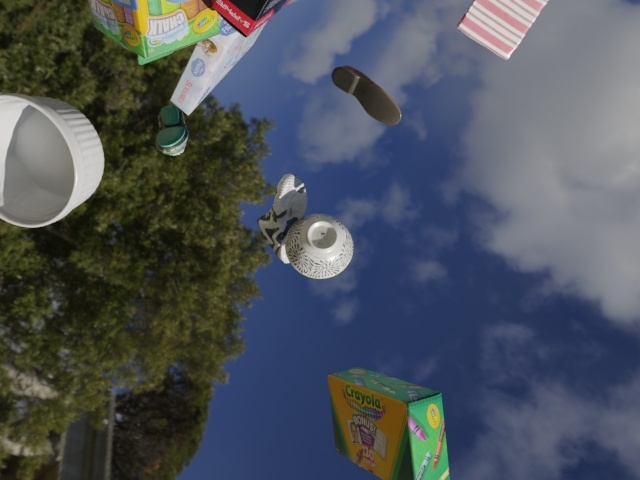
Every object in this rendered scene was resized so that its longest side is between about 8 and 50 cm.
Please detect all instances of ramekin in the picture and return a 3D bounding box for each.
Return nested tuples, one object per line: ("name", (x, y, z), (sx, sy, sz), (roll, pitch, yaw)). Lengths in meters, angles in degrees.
("ramekin", (-0.453, -0.135, 0.940), (0.207, 0.207, 0.109), (-36, -172, 21))

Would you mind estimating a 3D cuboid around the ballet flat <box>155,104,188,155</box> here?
("ballet flat", (-0.302, -0.213, 1.204), (0.070, 0.070, 0.188), (-38, -145, 19))

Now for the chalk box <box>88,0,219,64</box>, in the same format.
("chalk box", (-0.311, -0.461, 1.077), (0.179, 0.289, 0.180), (35, -127, 27))

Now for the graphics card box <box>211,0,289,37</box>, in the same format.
("graphics card box", (-0.032, -0.545, 0.985), (0.371, 0.094, 0.233), (-41, -167, 48))

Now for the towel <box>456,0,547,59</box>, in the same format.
("towel", (0.407, -0.515, 1.271), (0.197, 0.144, 0.029), (-58, -166, 16))

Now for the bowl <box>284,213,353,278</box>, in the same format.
("bowl", (0.000, 0.000, 1.401), (0.080, 0.170, 0.170), (105, 6, -69))

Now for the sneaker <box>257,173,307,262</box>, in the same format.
("sneaker", (-0.111, -0.073, 1.515), (0.094, 0.235, 0.153), (-22, -147, -30))

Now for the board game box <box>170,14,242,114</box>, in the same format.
("board game box", (-0.218, -0.497, 1.430), (0.318, 0.066, 0.318), (-58, -167, -29))

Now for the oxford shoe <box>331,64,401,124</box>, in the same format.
("oxford shoe", (0.131, -0.381, 1.494), (0.076, 0.212, 0.076), (-51, 174, 40))

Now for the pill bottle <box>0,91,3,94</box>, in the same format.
("pill bottle", (-0.579, -0.217, 1.011), (0.086, 0.152, 0.086), (-20, -149, 13))

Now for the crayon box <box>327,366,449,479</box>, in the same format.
("crayon box", (0.120, 0.348, 1.101), (0.278, 0.081, 0.165), (-4, -87, 62))
